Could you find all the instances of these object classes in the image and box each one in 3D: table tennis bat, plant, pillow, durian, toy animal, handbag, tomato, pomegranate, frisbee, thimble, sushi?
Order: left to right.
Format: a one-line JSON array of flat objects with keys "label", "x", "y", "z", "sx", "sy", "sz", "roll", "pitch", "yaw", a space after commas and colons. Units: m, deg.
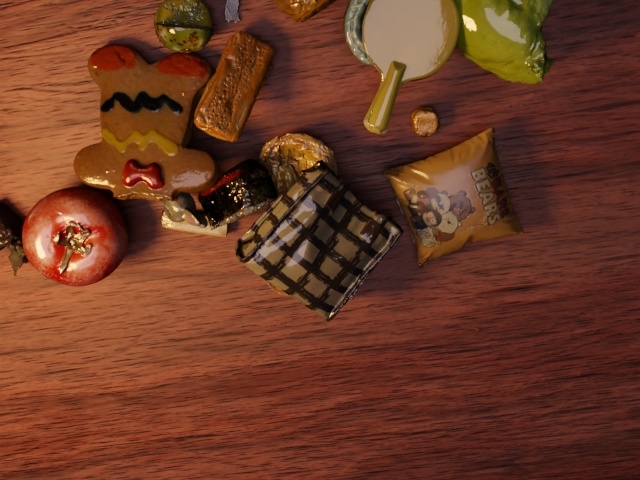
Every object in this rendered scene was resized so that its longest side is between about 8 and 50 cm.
[{"label": "plant", "x": -0.899, "y": -0.002, "z": 1.839, "sx": 0.131, "sy": 0.142, "sz": 0.203, "roll": -39, "pitch": 96, "yaw": 5}, {"label": "tomato", "x": -0.664, "y": -0.012, "z": 1.771, "sx": 0.270, "sy": 0.227, "sz": 0.270, "roll": -3, "pitch": 102, "yaw": -15}, {"label": "toy animal", "x": -0.392, "y": -0.115, "z": 1.731, "sx": 0.108, "sy": 0.138, "sz": 0.236, "roll": -34, "pitch": 62, "yaw": 22}, {"label": "pomegranate", "x": -0.345, "y": -0.542, "z": 1.621, "sx": 0.143, "sy": 0.122, "sz": 0.169, "roll": -20, "pitch": 73, "yaw": -19}, {"label": "frisbee", "x": -0.220, "y": -0.642, "z": 1.631, "sx": 0.210, "sy": 0.012, "sz": 0.188, "roll": 12, "pitch": 112, "yaw": -2}, {"label": "sushi", "x": -0.220, "y": -0.117, "z": 1.732, "sx": 0.225, "sy": 0.136, "sz": 0.126, "roll": -29, "pitch": 90, "yaw": 41}, {"label": "handbag", "x": 0.000, "y": 0.000, "z": 1.692, "sx": 0.325, "sy": 0.162, "sz": 0.327, "roll": 37, "pitch": 103, "yaw": -27}, {"label": "thimble", "x": 0.163, "y": -0.542, "z": 1.582, "sx": 0.198, "sy": 0.143, "sz": 0.235, "roll": 37, "pitch": 109, "yaw": -13}, {"label": "table tennis bat", "x": 0.189, "y": -0.429, "z": 1.528, "sx": 0.224, "sy": 0.054, "sz": 0.369, "roll": 17, "pitch": 109, "yaw": -5}, {"label": "pillow", "x": 0.360, "y": -0.106, "z": 1.750, "sx": 0.312, "sy": 0.119, "sz": 0.310, "roll": -20, "pitch": 105, "yaw": 11}, {"label": "durian", "x": 0.422, "y": -0.544, "z": 1.556, "sx": 0.339, "sy": 0.204, "sz": 0.256, "roll": 25, "pitch": 96, "yaw": 2}]

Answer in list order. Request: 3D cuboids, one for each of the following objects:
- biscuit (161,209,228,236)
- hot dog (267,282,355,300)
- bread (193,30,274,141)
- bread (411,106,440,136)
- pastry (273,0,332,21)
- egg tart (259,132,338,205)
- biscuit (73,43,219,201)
[{"label": "biscuit", "x": -0.353, "y": -0.052, "z": 1.837, "sx": 0.187, "sy": 0.052, "sz": 0.056, "roll": 10, "pitch": 100, "yaw": -4}, {"label": "hot dog", "x": -0.024, "y": 0.103, "z": 1.869, "sx": 0.267, "sy": 0.075, "sz": 0.144, "roll": 8, "pitch": 110, "yaw": 0}, {"label": "bread", "x": -0.210, "y": -0.383, "z": 1.633, "sx": 0.139, "sy": 0.077, "sz": 0.271, "roll": 25, "pitch": 79, "yaw": -20}, {"label": "bread", "x": 0.277, "y": -0.312, "z": 1.716, "sx": 0.083, "sy": 0.046, "sz": 0.081, "roll": 41, "pitch": 112, "yaw": -14}, {"label": "pastry", "x": -0.007, "y": -0.615, "z": 1.515, "sx": 0.240, "sy": 0.235, "sz": 0.132, "roll": -35, "pitch": 101, "yaw": 4}, {"label": "egg tart", "x": -0.053, "y": -0.175, "z": 1.758, "sx": 0.231, "sy": 0.098, "sz": 0.252, "roll": -26, "pitch": 104, "yaw": 19}, {"label": "biscuit", "x": -0.430, "y": -0.295, "z": 1.655, "sx": 0.368, "sy": 0.076, "sz": 0.394, "roll": 7, "pitch": 85, "yaw": 1}]
